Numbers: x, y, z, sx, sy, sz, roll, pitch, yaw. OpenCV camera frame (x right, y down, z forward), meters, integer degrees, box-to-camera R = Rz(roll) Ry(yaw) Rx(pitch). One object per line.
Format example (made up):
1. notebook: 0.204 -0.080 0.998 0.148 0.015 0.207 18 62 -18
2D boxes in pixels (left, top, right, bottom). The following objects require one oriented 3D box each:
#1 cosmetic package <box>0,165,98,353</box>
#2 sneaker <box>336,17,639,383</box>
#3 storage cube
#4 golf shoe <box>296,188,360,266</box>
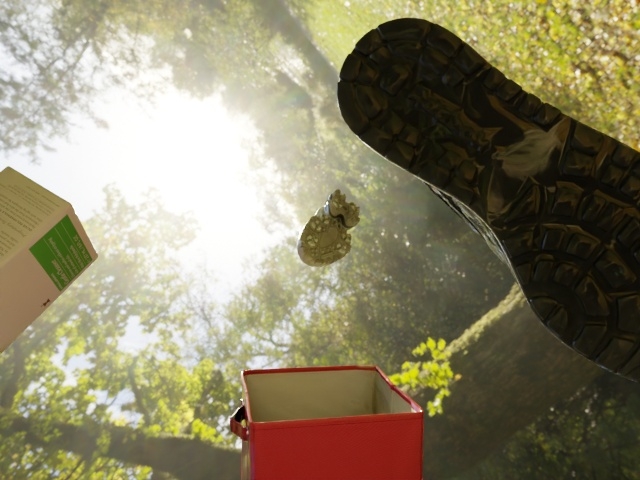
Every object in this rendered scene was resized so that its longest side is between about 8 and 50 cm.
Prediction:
1. cosmetic package: -0.582 0.077 0.873 0.155 0.365 0.197 29 151 10
2. sneaker: 0.143 -0.035 0.355 0.283 0.107 0.124 47 -165 9
3. storage cube: 0.000 0.271 0.624 0.215 0.193 0.184 0 -177 -12
4. golf shoe: 0.000 0.000 0.720 0.069 0.086 0.176 45 -149 -4
